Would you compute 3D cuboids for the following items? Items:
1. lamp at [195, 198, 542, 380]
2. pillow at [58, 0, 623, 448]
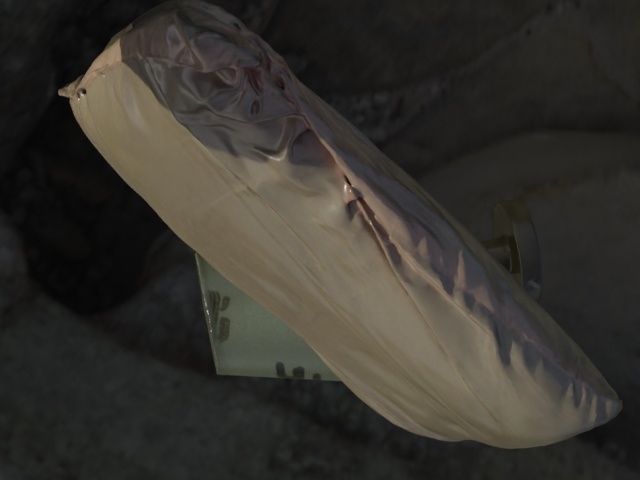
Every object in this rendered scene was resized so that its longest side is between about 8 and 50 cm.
[{"bbox_3d":[0.031,0.029,1.099,0.215,0.121,0.121,-9,114,-6],"label":"lamp"},{"bbox_3d":[0.000,0.000,0.789,0.270,0.067,0.173,44,156,-8],"label":"pillow"}]
